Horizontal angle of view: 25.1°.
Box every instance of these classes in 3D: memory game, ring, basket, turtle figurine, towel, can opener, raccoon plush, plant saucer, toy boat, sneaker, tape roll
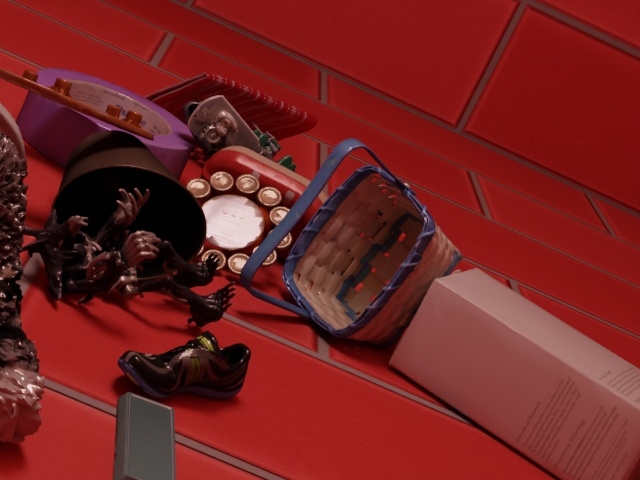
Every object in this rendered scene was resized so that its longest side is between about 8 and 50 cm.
[{"bbox_3d":[-0.130,-0.025,2.100,0.186,0.012,0.186,4,55,-6],"label":"memory game"},{"bbox_3d":[-0.384,-0.216,1.996,0.337,0.032,0.336,22,1,0],"label":"ring"},{"bbox_3d":[-0.271,-0.059,1.951,0.204,0.154,0.227,14,16,-18],"label":"basket"},{"bbox_3d":[-0.146,-0.161,2.500,0.175,0.118,0.234,20,2,-34],"label":"turtle figurine"},{"bbox_3d":[-0.165,-0.230,2.605,0.199,0.031,0.275,-15,-24,42],"label":"towel"},{"bbox_3d":[-0.115,-0.119,2.313,0.283,0.076,0.095,50,-9,-25],"label":"can opener"},{"bbox_3d":[-0.449,0.000,1.426,0.299,0.216,0.446,7,24,-29],"label":"raccoon plush"},{"bbox_3d":[-0.178,0.211,1.483,0.067,0.018,0.192,22,16,-14],"label":"plant saucer"},{"bbox_3d":[0.042,0.015,2.029,0.201,0.254,0.289,43,4,38],"label":"basket"},{"bbox_3d":[-0.095,-0.030,2.194,0.231,0.151,0.151,27,46,5],"label":"toy boat"},{"bbox_3d":[-0.154,0.137,1.637,0.188,0.078,0.067,7,25,-47],"label":"sneaker"},{"bbox_3d":[-0.342,-0.175,2.299,0.275,0.090,0.275,24,15,-7],"label":"tape roll"}]

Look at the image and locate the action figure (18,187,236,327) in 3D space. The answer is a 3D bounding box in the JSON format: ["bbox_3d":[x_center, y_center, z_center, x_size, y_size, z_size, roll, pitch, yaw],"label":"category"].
[{"bbox_3d":[-0.245,0.013,1.778,0.276,0.141,0.164,19,31,-29],"label":"action figure"}]

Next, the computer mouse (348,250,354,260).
[{"bbox_3d":[0.000,0.000,2.385,0.071,0.041,0.242,28,7,-25],"label":"computer mouse"}]

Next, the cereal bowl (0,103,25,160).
[{"bbox_3d":[-0.541,-0.168,1.887,0.339,0.141,0.339,24,15,-7],"label":"cereal bowl"}]

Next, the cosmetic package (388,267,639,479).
[{"bbox_3d":[0.307,0.196,2.019,0.366,0.155,0.197,32,17,22],"label":"cosmetic package"}]
